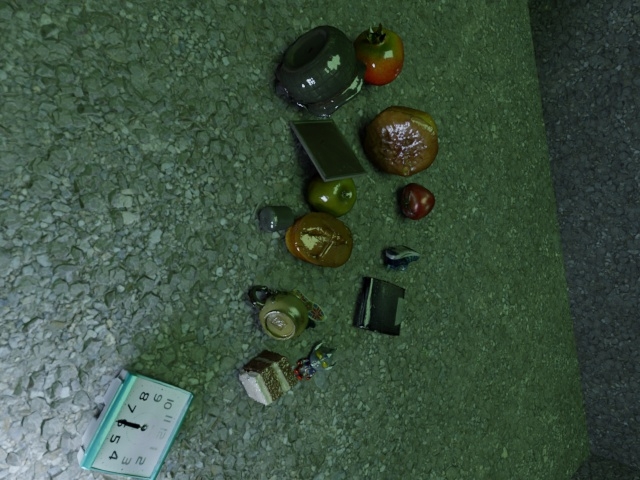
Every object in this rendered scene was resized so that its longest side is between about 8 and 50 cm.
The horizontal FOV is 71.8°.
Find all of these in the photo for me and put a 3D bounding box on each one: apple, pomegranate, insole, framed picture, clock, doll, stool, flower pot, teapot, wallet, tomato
[{"bbox_3d":[0.048,-0.182,1.683,0.196,0.156,0.197,-6,101,-34],"label":"apple"},{"bbox_3d":[0.231,-0.752,1.773,0.257,0.220,0.221,70,39,-70],"label":"pomegranate"},{"bbox_3d":[-0.047,0.251,1.695,0.193,0.006,0.065,47,63,-27],"label":"insole"},{"bbox_3d":[0.032,-0.347,1.663,0.213,0.016,0.289,-14,64,-36],"label":"framed picture"},{"bbox_3d":[-0.530,0.526,1.276,0.231,0.116,0.263,36,70,-36],"label":"clock"},{"bbox_3d":[-0.012,0.459,1.684,0.194,0.062,0.104,-27,67,-26],"label":"doll"},{"bbox_3d":[-0.154,-0.078,1.570,0.110,0.096,0.096,-11,96,-40],"label":"stool"},{"bbox_3d":[-0.002,-0.611,1.593,0.213,0.301,0.302,40,66,-43],"label":"flower pot"},{"bbox_3d":[-0.132,0.240,1.557,0.269,0.173,0.183,36,30,-5],"label":"teapot"},{"bbox_3d":[0.262,0.286,1.895,0.262,0.071,0.221,20,73,-38],"label":"wallet"},{"bbox_3d":[0.435,-0.172,1.968,0.167,0.167,0.168,1,89,-36],"label":"tomato"}]

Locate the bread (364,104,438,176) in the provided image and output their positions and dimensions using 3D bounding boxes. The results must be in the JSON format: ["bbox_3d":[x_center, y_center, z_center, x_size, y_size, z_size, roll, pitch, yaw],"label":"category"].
[{"bbox_3d":[0.339,-0.410,1.824,0.312,0.311,0.172,53,43,-23],"label":"bread"}]

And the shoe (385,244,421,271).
[{"bbox_3d":[0.362,0.082,1.962,0.207,0.091,0.106,-8,116,-40],"label":"shoe"}]

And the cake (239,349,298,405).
[{"bbox_3d":[-0.182,0.470,1.511,0.147,0.135,0.135,-38,110,-36],"label":"cake"}]

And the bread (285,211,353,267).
[{"bbox_3d":[0.000,0.000,1.653,0.269,0.142,0.196,23,76,-36],"label":"bread"}]
